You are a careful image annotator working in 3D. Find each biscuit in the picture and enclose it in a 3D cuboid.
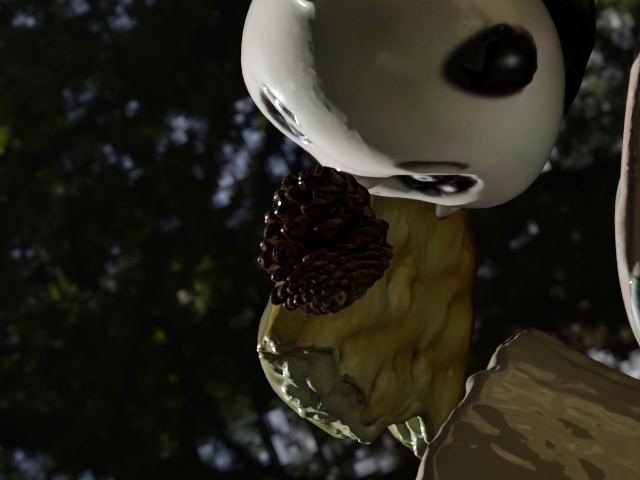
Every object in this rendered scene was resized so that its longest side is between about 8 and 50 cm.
[{"bbox_3d":[0.051,0.069,1.626,0.329,0.078,0.335,-49,-44,-44],"label":"biscuit"}]

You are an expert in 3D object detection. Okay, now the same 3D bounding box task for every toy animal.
[{"bbox_3d":[0.073,-0.149,1.430,0.251,0.251,0.310,64,-165,-6],"label":"toy animal"}]

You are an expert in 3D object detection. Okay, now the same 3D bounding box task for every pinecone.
[{"bbox_3d":[0.000,0.000,1.069,0.077,0.077,0.083,41,-159,-56],"label":"pinecone"}]

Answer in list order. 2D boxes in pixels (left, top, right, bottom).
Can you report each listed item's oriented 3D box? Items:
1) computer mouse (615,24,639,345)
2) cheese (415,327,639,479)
[{"bbox_3d":[0.247,-0.024,1.278,0.199,0.115,0.389,-9,-95,-66],"label":"computer mouse"},{"bbox_3d":[0.077,0.206,0.781,0.332,0.153,0.292,-51,-21,-46],"label":"cheese"}]
